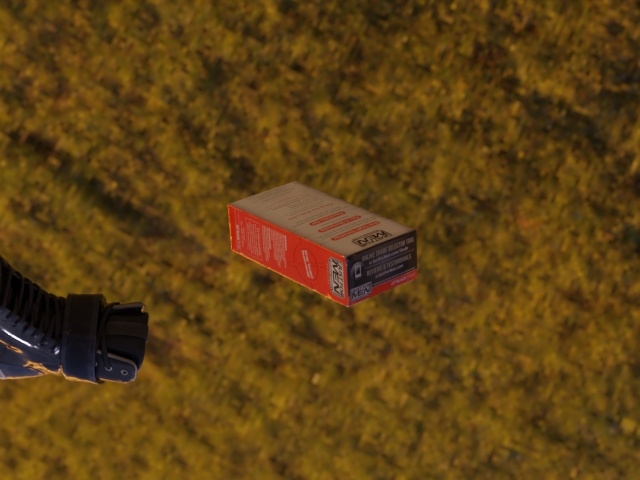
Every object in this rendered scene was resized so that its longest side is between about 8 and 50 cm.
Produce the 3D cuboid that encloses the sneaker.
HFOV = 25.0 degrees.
[{"bbox_3d":[-0.240,0.062,1.292,0.163,0.086,0.226,4,153,6],"label":"sneaker"}]

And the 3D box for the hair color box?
[{"bbox_3d":[0.000,0.000,1.089,0.141,0.072,0.043,24,125,47],"label":"hair color box"}]
